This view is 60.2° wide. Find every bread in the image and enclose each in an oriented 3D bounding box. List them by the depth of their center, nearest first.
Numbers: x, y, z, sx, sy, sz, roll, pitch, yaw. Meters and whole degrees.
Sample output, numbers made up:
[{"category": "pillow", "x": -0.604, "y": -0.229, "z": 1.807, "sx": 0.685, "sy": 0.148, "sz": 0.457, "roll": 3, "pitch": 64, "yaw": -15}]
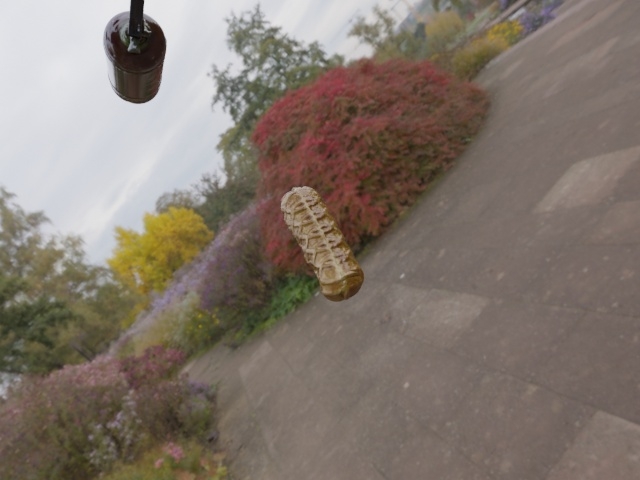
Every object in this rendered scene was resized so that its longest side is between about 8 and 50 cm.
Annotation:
[{"category": "bread", "x": 0.000, "y": 0.000, "z": 0.625, "sx": 0.052, "sy": 0.157, "sz": 0.044, "roll": -10, "pitch": -36, "yaw": -26}]

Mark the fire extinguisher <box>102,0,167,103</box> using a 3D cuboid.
[{"category": "fire extinguisher", "x": -0.323, "y": -0.344, "z": 0.968, "sx": 0.344, "sy": 0.102, "sz": 0.138, "roll": 177, "pitch": 100, "yaw": -71}]
